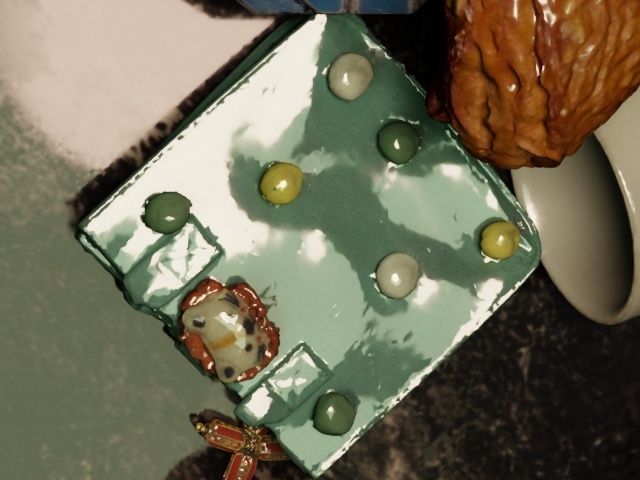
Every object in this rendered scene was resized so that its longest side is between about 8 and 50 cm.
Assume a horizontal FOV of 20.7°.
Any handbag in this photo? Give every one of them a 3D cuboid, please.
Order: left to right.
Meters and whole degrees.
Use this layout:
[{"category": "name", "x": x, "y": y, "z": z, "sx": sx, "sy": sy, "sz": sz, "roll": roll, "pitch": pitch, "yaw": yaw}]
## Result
[{"category": "handbag", "x": 0.003, "y": -0.001, "z": 1.290, "sx": 0.274, "sy": 0.100, "sz": 0.269, "roll": -43, "pitch": 103, "yaw": -12}]

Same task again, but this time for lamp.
[{"category": "lamp", "x": -0.047, "y": 0.148, "z": 1.346, "sx": 0.083, "sy": 0.031, "sz": 0.063, "roll": -29, "pitch": 103, "yaw": -11}]

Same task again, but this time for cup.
[{"category": "cup", "x": 0.268, "y": -0.094, "z": 1.328, "sx": 0.234, "sy": 0.186, "sz": 0.258, "roll": -21, "pitch": 72, "yaw": -17}]

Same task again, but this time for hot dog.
[{"category": "hot dog", "x": 0.202, "y": -0.217, "z": 1.154, "sx": 0.174, "sy": 0.267, "sz": 0.387, "roll": 42, "pitch": 81, "yaw": 14}]

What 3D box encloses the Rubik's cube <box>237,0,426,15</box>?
[{"category": "Rubik's cube", "x": 0.006, "y": -0.305, "z": 1.184, "sx": 0.319, "sy": 0.319, "sz": 0.264, "roll": 14, "pitch": 68, "yaw": -13}]
